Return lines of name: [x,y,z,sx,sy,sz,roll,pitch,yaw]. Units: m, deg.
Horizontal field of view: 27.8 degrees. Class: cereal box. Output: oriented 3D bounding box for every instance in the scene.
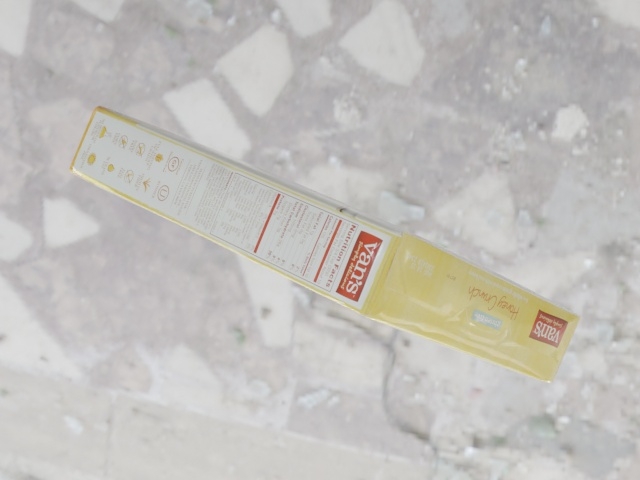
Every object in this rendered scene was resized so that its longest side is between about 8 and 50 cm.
cereal box: [0.000,0.000,0.700,0.240,0.047,0.173,24,-179,41]
